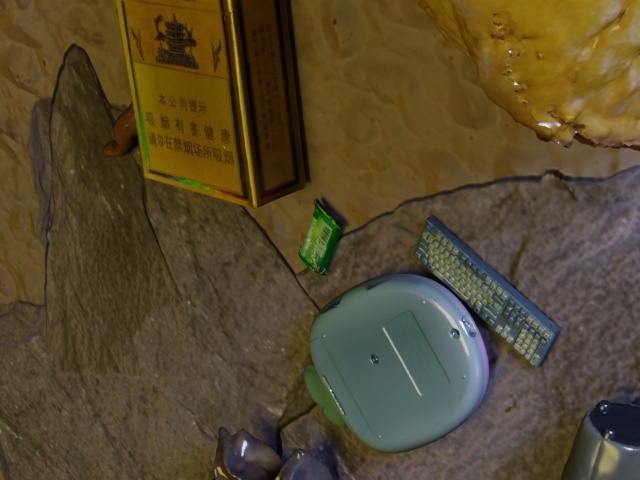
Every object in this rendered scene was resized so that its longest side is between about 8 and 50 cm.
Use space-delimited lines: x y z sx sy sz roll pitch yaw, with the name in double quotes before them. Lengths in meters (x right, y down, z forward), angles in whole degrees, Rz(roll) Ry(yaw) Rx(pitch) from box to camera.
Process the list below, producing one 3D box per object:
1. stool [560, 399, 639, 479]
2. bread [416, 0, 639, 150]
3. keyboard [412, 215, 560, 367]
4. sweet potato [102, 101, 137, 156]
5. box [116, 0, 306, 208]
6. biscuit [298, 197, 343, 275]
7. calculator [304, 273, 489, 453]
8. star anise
"stool" 0.271 0.206 1.277 0.096 0.096 0.110 28 125 35
"bread" 0.211 -0.243 0.891 0.215 0.398 0.398 50 140 38
"keyboard" 0.160 0.050 1.378 0.176 0.014 0.055 44 139 23
"sweet potato" -0.224 -0.141 1.672 0.044 0.044 0.179 54 139 12
"box" -0.122 -0.201 1.494 0.193 0.084 0.301 16 121 42
"biscuit" 0.000 0.000 1.521 0.046 0.016 0.089 43 136 25
"calculator" 0.070 0.136 1.498 0.299 0.041 0.185 -32 85 51
"star anise" -0.040 0.375 1.692 0.315 0.108 0.315 15 113 41
